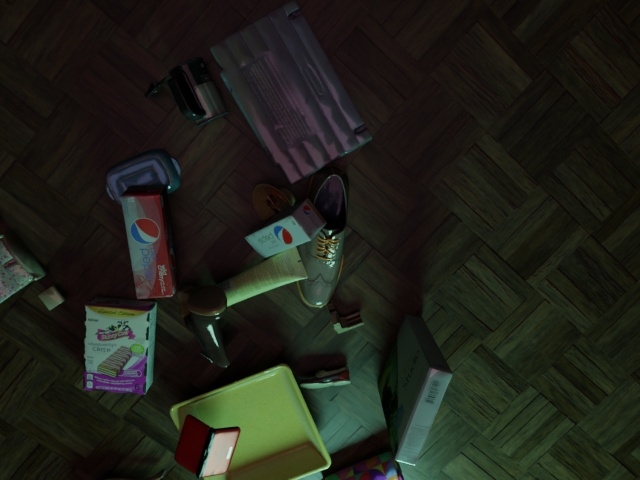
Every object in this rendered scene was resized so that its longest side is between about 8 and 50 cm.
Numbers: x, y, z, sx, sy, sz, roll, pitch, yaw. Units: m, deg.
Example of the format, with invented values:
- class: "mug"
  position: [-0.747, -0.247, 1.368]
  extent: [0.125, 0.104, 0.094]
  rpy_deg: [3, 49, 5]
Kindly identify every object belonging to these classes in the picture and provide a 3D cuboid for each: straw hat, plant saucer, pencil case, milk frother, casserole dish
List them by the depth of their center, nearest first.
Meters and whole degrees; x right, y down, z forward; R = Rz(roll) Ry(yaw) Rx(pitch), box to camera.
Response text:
- class: "milk frother"
  position: [-0.308, -0.321, 1.151]
  extent: [0.143, 0.129, 0.134]
  rpy_deg: [-12, 109, 44]
- class: "casserole dish"
  position: [-0.428, -0.145, 1.206]
  extent: [0.189, 0.037, 0.114]
  rpy_deg: [-22, 104, 3]
- class: "straw hat"
  position: [-0.094, -0.093, 1.220]
  extent: [0.144, 0.145, 0.061]
  rpy_deg: [50, 55, -13]
- class: "plant saucer"
  position: [-0.181, 0.507, 1.356]
  extent: [0.333, 0.081, 0.332]
  rpy_deg: [-21, 104, 1]
- class: "pencil case"
  position: [0.114, 0.675, 1.405]
  extent: [0.237, 0.104, 0.104]
  rpy_deg: [-27, 104, 2]

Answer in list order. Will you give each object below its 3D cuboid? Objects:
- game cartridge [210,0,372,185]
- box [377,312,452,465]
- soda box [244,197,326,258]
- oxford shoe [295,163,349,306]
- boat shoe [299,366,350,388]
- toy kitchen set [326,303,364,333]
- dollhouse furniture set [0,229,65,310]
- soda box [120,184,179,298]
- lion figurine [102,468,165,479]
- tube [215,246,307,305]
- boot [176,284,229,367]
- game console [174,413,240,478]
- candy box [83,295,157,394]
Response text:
- class: "game cartridge"
  position: [-0.067, -0.328, 1.147]
  extent: [0.230, 0.068, 0.354]
  rpy_deg: [-30, 96, 2]
- class: "box"
  position: [0.214, 0.338, 1.215]
  extent: [0.059, 0.322, 0.232]
  rpy_deg: [17, 101, -3]
- class: "soda box"
  position: [-0.085, -0.023, 1.170]
  extent: [0.074, 0.216, 0.069]
  rpy_deg: [52, 55, -13]
- class: "oxford shoe"
  position: [0.000, 0.000, 1.216]
  extent: [0.130, 0.132, 0.363]
  rpy_deg: [3, 103, -4]
- class: "boat shoe"
  position: [0.011, 0.368, 1.354]
  extent: [0.137, 0.049, 0.043]
  rpy_deg: [-8, 62, 1]
- class: "toy kitchen set"
  position: [0.061, 0.187, 1.302]
  extent: [0.075, 0.083, 0.068]
  rpy_deg: [-21, 62, 1]
- class: "dollhouse furniture set"
  position: [-0.843, 0.100, 1.149]
  extent: [0.303, 0.174, 0.355]
  rpy_deg: [-36, 101, -2]
- class: "soda box"
  position: [-0.402, 0.005, 1.199]
  extent: [0.092, 0.083, 0.263]
  rpy_deg: [-3, 112, -5]
- class: "lion figurine"
  position: [-0.593, 0.776, 1.384]
  extent: [0.240, 0.142, 0.391]
  rpy_deg: [21, 87, 0]
- class: "tube"
  position: [-0.152, 0.097, 1.250]
  extent: [0.240, 0.062, 0.070]
  rpy_deg: [-25, 119, 12]
- class: "boot"
  position: [-0.254, 0.212, 1.211]
  extent: [0.090, 0.248, 0.206]
  rpy_deg: [-30, 109, -28]
- class: "game console"
  position: [-0.292, 0.526, 1.306]
  extent: [0.124, 0.085, 0.143]
  rpy_deg: [9, 106, -37]
- class: "candy box"
  position: [-0.508, 0.267, 1.282]
  extent: [0.159, 0.071, 0.233]
  rpy_deg: [6, 103, -4]
